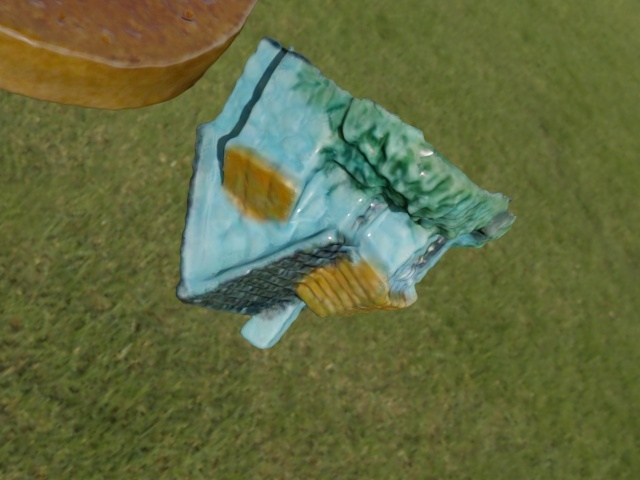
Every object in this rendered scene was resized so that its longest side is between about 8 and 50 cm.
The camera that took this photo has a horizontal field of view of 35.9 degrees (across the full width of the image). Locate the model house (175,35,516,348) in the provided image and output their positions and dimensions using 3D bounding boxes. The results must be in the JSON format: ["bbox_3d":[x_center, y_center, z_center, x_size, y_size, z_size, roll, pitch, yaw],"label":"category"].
[{"bbox_3d":[0.000,0.000,0.833,0.226,0.241,0.261,38,5,20],"label":"model house"}]

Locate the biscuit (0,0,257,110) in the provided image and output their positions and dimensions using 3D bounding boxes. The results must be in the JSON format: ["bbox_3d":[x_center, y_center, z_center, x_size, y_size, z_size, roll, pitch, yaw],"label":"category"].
[{"bbox_3d":[-0.213,-0.252,0.619,0.394,0.070,0.350,28,52,-23],"label":"biscuit"}]
